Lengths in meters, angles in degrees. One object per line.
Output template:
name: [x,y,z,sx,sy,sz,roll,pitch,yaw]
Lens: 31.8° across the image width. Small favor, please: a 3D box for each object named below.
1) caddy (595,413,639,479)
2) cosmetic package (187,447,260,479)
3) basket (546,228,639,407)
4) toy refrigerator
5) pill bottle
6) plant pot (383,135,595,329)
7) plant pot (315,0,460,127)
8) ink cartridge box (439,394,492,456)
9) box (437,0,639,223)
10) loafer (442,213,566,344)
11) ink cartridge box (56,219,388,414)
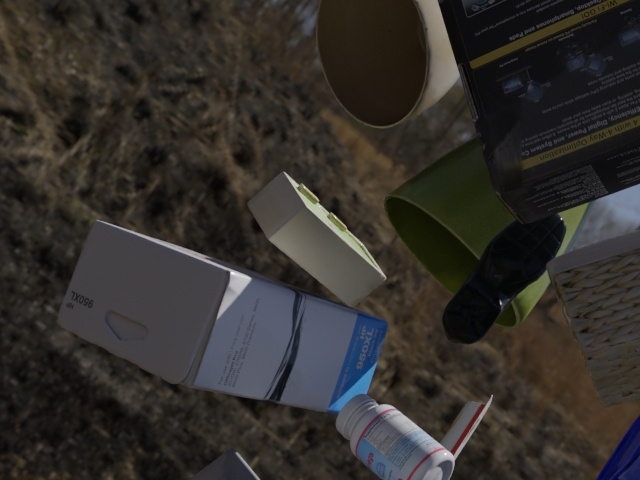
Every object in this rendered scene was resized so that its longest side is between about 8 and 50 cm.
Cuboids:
caddy: [0.641,0.402,2.004,0.179,0.341,0.241,39,-32,9]
cosmetic package: [-0.082,0.338,1.324,0.117,0.085,0.231,57,-13,-11]
basket: [0.288,0.059,0.937,0.113,0.167,0.103,56,21,-49]
toy refrigerator: [0.000,0.000,1.923,0.269,0.094,0.102,41,12,-45]
pill bottle: [0.097,0.280,1.523,0.160,0.087,0.087,36,2,35]
plant pot: [0.295,-0.064,1.692,0.275,0.293,0.275,44,-11,11]
plant pot: [0.154,-0.353,1.942,0.190,0.284,0.284,-19,43,-35]
ink cartridge box: [0.237,0.343,1.970,0.045,0.145,0.179,32,-21,15]
box: [0.293,-0.229,0.914,0.097,0.394,0.318,36,37,-58]
loafer: [0.182,0.036,1.143,0.062,0.170,0.061,45,-9,7]
ink cartridge box: [-0.133,0.120,1.632,0.285,0.166,0.395,18,-2,37]
